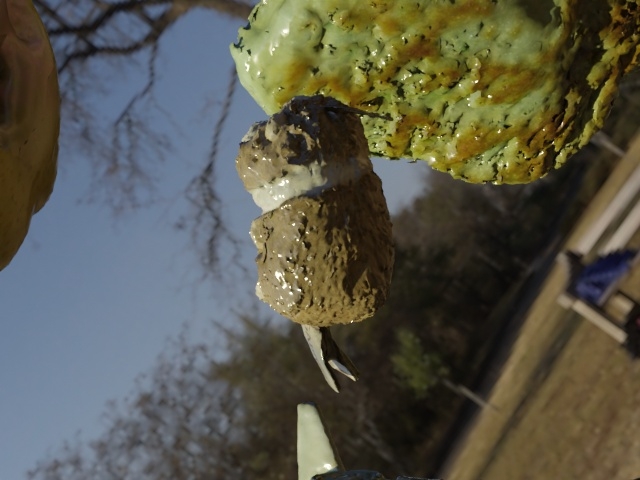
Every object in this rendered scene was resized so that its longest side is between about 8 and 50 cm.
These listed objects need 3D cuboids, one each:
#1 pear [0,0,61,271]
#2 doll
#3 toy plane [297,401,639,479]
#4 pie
[{"bbox_3d":[-0.190,-0.055,0.571,0.178,0.178,0.178,-52,-10,-12],"label":"pear"},{"bbox_3d":[-0.002,0.004,0.973,0.105,0.115,0.221,-8,-82,-54],"label":"doll"},{"bbox_3d":[0.106,0.089,0.417,0.108,0.286,0.092,-4,-88,-63],"label":"toy plane"},{"bbox_3d":[0.140,-0.230,1.307,0.418,0.180,0.395,9,-55,-35],"label":"pie"}]
